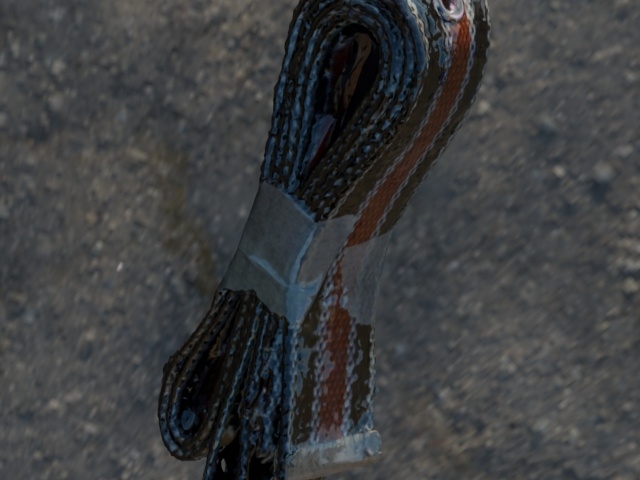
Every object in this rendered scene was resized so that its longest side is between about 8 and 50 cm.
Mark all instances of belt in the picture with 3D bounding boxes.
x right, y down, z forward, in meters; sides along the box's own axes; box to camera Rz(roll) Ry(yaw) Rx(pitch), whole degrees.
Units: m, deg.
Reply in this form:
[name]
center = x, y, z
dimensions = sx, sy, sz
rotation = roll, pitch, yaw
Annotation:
[belt]
center = 0.000, 0.000, 1.092
dimensions = 0.094, 0.360, 0.126
rotation = -8, 34, -45
